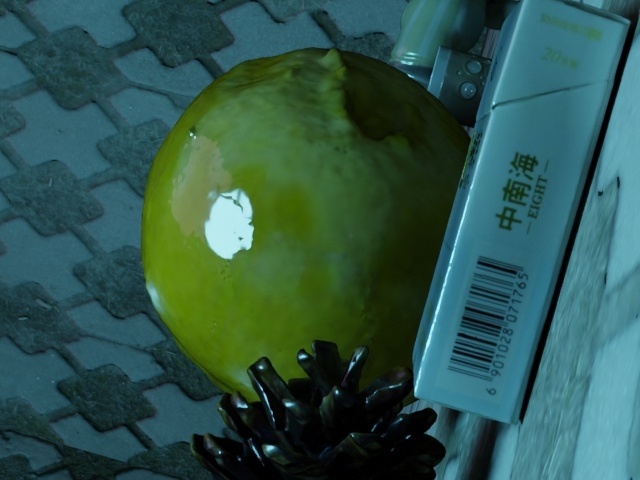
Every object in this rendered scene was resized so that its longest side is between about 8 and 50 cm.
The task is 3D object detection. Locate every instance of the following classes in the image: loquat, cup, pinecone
[{"bbox_3d":[0.000,0.000,1.109,0.328,0.328,0.329,15,-90,-88],"label":"loquat"},{"bbox_3d":[0.153,-0.136,1.287,0.074,0.099,0.102,102,-176,-53],"label":"cup"},{"bbox_3d":[0.002,0.162,0.844,0.208,0.207,0.208,15,-90,-88],"label":"pinecone"}]

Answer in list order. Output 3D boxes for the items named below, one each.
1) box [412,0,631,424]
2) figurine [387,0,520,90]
[{"bbox_3d":[0.118,-0.022,0.809,0.155,0.067,0.243,-57,-18,-87],"label":"box"},{"bbox_3d":[0.154,-0.337,1.419,0.248,0.203,0.381,28,-104,-63],"label":"figurine"}]
